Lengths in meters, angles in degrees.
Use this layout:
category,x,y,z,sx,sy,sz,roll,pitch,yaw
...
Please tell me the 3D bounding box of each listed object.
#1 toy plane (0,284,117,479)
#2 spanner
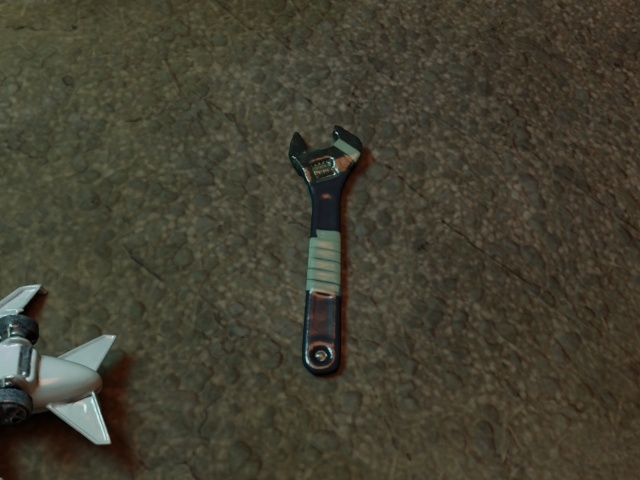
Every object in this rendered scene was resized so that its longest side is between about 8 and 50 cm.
category,x,y,z,sx,sy,sz,roll,pitch,yaw
toy plane,-0.316,0.131,0.756,0.255,0.101,0.251,0,49,-11
spanner,0.000,0.000,0.940,0.087,0.024,0.315,6,61,-6
